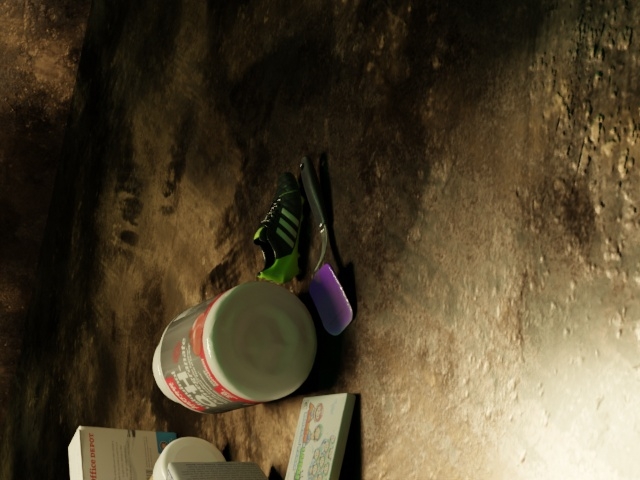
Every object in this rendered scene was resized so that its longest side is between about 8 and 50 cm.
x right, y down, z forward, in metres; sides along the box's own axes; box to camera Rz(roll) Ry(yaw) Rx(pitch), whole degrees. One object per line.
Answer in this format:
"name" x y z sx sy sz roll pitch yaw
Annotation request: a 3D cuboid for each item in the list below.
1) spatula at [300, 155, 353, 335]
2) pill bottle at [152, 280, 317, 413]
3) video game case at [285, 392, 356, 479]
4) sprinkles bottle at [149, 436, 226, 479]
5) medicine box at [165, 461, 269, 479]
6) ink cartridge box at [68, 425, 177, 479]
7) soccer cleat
"spatula" 0.000 0.000 1.821 0.084 0.030 0.296 126 143 -49
"pill bottle" -0.147 0.175 1.914 0.318 0.176 0.176 154 120 -61
"video game case" -0.005 0.293 1.729 0.143 0.019 0.157 -20 53 63
"sprinkles bottle" -0.273 0.484 2.161 0.355 0.121 0.121 121 146 -42
"medicine box" -0.135 0.502 1.804 0.289 0.149 0.263 -141 57 -61
"ink cartridge box" -0.358 0.424 2.275 0.082 0.191 0.139 123 146 -43
"soccer cleat" -0.065 -0.023 1.917 0.060 0.072 0.179 -26 60 61
